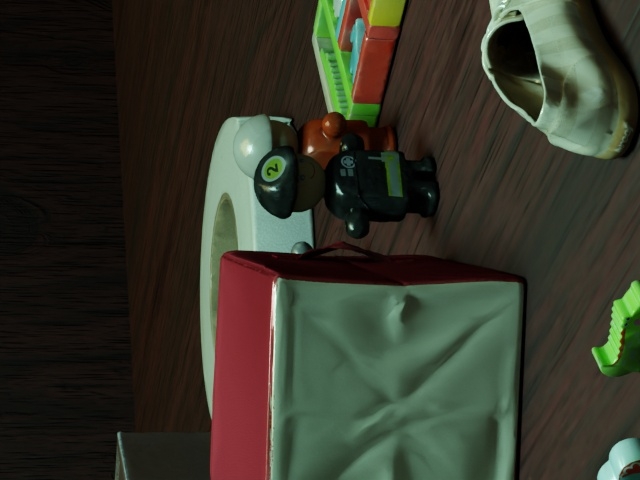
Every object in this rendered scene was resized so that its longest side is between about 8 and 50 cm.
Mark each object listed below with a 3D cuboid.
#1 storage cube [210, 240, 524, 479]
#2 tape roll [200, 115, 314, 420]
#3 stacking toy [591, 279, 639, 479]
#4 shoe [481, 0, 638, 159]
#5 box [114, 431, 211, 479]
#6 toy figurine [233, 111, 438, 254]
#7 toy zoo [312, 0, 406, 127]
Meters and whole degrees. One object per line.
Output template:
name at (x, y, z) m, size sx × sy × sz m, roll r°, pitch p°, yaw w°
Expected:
storage cube at (0.029, 0.111, 1.190) m, size 0.193 × 0.184 × 0.214 m, roll -167°, pitch 80°, yaw -75°
tape roll at (-0.081, 0.046, 1.929) m, size 0.392 × 0.072 × 0.391 m, roll -179°, pitch 90°, yaw -78°
stacking toy at (0.163, 0.159, 0.894) m, size 0.167 × 0.052 × 0.221 m, roll -107°, pitch 23°, yaw -53°
shoe at (0.135, -0.123, 1.020) m, size 0.219 × 0.058 × 0.076 m, roll -109°, pitch 24°, yaw -56°
box at (-0.118, 0.316, 1.773) m, size 0.167 × 0.203 × 0.168 m, roll -117°, pitch 31°, yaw -65°
toy figurine at (0.000, 0.000, 1.403) m, size 0.213 × 0.148 × 0.209 m, roll -126°, pitch 39°, yaw -69°
toy zoo at (0.041, -0.245, 1.507) m, size 0.192 × 0.030 × 0.293 m, roll -102°, pitch 18°, yaw -44°
